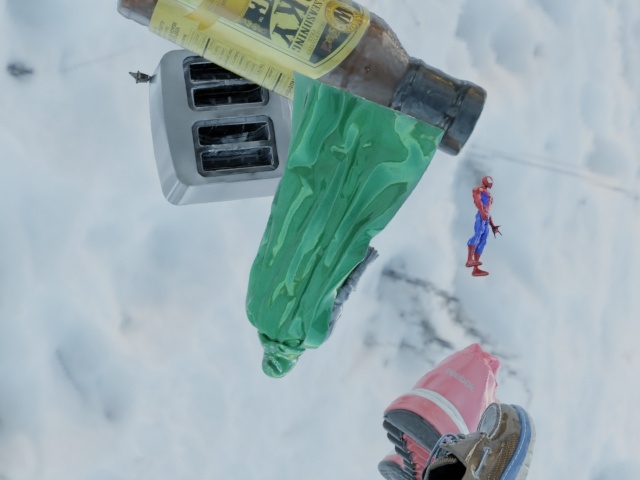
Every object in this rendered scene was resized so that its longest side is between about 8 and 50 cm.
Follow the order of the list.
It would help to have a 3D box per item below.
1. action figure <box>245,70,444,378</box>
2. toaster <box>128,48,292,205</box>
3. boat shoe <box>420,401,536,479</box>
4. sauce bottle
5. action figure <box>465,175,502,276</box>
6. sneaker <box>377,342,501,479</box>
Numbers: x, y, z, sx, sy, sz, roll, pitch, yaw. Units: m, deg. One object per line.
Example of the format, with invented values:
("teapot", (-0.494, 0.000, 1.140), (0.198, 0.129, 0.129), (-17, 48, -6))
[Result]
("action figure", (0.000, 0.000, 1.118), (0.063, 0.137, 0.232), (9, 105, -60))
("toaster", (-0.115, -0.135, 1.654), (0.185, 0.110, 0.168), (-6, 80, -14))
("boat shoe", (0.110, 0.170, 1.035), (0.183, 0.066, 0.066), (-67, -176, -59))
("sauce bottle", (-0.012, -0.183, 1.324), (0.111, 0.344, 0.111), (-156, -90, -84))
("action figure", (0.175, -0.019, 1.538), (0.038, 0.030, 0.115), (44, 44, -49))
("sneaker", (0.148, 0.211, 1.548), (0.136, 0.116, 0.314), (-47, 162, -20))
